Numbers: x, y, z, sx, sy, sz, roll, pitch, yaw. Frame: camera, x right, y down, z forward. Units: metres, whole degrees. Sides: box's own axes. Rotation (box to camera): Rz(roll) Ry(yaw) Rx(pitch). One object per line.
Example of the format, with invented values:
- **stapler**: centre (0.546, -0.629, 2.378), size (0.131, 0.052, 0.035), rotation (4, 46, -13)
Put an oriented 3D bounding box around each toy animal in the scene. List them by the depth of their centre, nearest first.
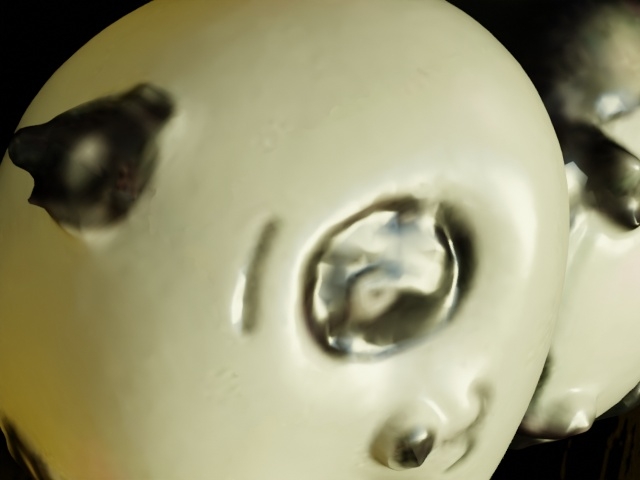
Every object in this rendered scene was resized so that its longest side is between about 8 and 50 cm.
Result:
- **toy animal**: centre (0.008, 0.003, 0.538), size (0.235, 0.165, 0.187), rotation (-25, 136, -50)
